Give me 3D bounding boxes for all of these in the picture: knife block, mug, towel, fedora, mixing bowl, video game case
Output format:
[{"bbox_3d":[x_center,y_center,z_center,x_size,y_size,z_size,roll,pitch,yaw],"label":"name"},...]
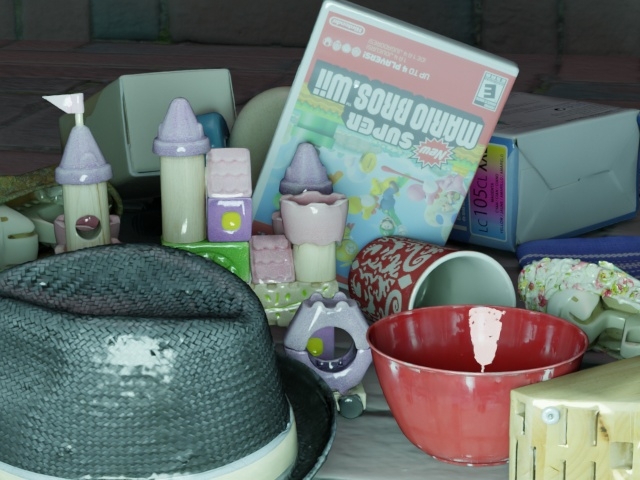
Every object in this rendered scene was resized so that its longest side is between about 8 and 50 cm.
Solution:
[{"bbox_3d":[0.294,0.135,1.387,0.276,0.088,0.242,2,14,9],"label":"knife block"},{"bbox_3d":[0.110,0.066,1.680,0.113,0.150,0.169,-42,22,-11],"label":"mug"},{"bbox_3d":[0.354,0.046,1.830,0.243,0.040,0.336,-2,15,-5],"label":"towel"},{"bbox_3d":[-0.153,0.094,1.319,0.334,0.152,0.334,0,27,0],"label":"fedora"},{"bbox_3d":[0.127,0.123,1.408,0.181,0.098,0.181,-1,15,0],"label":"mixing bowl"},{"bbox_3d":[0.053,-0.082,1.737,0.204,0.285,0.025,19,24,-5],"label":"video game case"}]

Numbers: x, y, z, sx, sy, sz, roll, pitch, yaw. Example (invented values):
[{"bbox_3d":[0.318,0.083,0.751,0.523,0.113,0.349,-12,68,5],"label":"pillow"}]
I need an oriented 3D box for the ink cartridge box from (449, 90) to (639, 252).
[{"bbox_3d":[0.171,-0.107,2.198,0.395,0.151,0.270,15,20,42],"label":"ink cartridge box"}]

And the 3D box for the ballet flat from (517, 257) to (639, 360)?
[{"bbox_3d":[0.277,0.077,1.578,0.241,0.091,0.077,17,33,29],"label":"ballet flat"}]

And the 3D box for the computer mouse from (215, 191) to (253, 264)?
[{"bbox_3d":[0.000,0.000,1.823,0.262,0.184,0.060,-35,18,17],"label":"computer mouse"}]

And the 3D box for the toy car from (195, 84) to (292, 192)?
[{"bbox_3d":[-0.018,-0.072,2.014,0.219,0.210,0.238,-10,0,9],"label":"toy car"}]

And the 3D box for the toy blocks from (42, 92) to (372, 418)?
[{"bbox_3d":[-0.106,-0.005,1.587,0.289,0.260,0.309,-1,14,-6],"label":"toy blocks"}]

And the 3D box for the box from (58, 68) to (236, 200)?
[{"bbox_3d":[-0.218,-0.125,2.150,0.148,0.121,0.311,-6,-3,-24],"label":"box"}]

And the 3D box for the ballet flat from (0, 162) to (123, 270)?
[{"bbox_3d":[-0.340,-0.014,1.939,0.123,0.123,0.348,7,16,26],"label":"ballet flat"}]

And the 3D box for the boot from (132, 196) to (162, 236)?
[{"bbox_3d":[-0.167,-0.029,2.116,0.121,0.045,0.099,2,12,12],"label":"boot"}]

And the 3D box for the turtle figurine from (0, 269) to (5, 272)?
[{"bbox_3d":[-0.398,0.070,1.621,0.198,0.274,0.266,-17,-17,31],"label":"turtle figurine"}]
